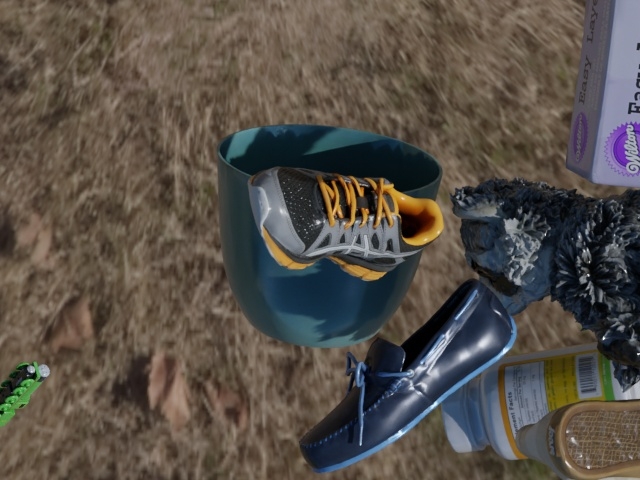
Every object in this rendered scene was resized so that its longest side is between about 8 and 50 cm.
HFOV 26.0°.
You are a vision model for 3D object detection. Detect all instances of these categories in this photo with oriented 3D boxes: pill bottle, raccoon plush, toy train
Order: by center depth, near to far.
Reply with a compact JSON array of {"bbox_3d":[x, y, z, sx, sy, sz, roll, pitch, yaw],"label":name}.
[{"bbox_3d":[-0.209,0.106,0.945,0.024,0.017,0.083,1,149,-41],"label":"toy train"},{"bbox_3d":[0.366,-0.050,1.574,0.446,0.216,0.299,-42,76,0],"label":"raccoon plush"},{"bbox_3d":[0.289,0.212,1.805,0.246,0.136,0.136,-11,111,20],"label":"pill bottle"}]

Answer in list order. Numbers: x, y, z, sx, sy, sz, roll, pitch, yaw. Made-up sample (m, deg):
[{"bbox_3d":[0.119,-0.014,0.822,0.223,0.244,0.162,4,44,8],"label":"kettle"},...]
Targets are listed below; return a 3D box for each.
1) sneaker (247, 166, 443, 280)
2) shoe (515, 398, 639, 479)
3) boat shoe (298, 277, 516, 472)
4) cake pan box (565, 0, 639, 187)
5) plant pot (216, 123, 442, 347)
[{"bbox_3d":[0.020,-0.023,1.114,0.083,0.215,0.084,-24,72,30],"label":"sneaker"},{"bbox_3d":[0.240,0.149,1.011,0.219,0.058,0.076,10,70,-28],"label":"shoe"},{"bbox_3d":[0.075,0.131,1.406,0.258,0.109,0.089,-37,107,-20],"label":"boat shoe"},{"bbox_3d":[0.293,-0.147,0.869,0.246,0.070,0.266,6,102,-2],"label":"cake pan box"},{"bbox_3d":[0.000,0.000,1.827,0.293,0.293,0.235,4,112,-6],"label":"plant pot"}]
